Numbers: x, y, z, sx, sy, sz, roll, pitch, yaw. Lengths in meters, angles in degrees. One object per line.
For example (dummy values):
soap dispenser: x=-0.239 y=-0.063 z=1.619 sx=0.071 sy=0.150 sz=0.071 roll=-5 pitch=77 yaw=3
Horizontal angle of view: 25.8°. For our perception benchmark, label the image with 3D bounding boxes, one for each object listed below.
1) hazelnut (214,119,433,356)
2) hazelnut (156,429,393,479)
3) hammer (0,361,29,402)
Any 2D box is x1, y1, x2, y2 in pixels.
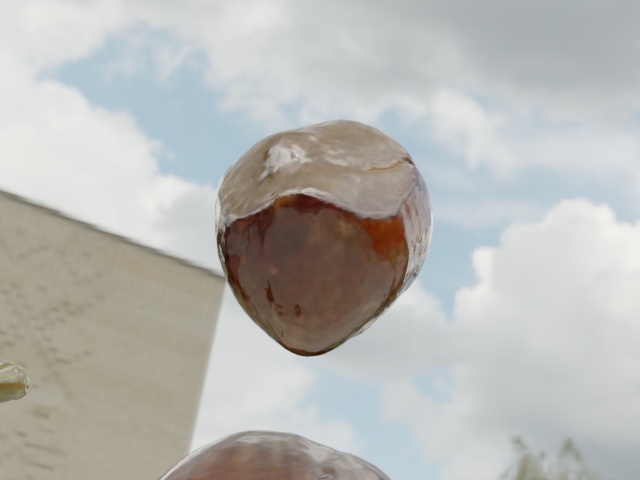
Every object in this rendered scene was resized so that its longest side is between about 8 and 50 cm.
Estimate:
hazelnut: x=0.000 y=0.000 z=0.875 sx=0.143 sy=0.154 sz=0.143 roll=6 pitch=-56 yaw=9
hazelnut: x=-0.062 y=0.351 z=1.355 sx=0.372 sy=0.372 sz=0.315 roll=1 pitch=-41 yaw=22
hammer: x=-0.520 y=0.215 z=1.786 sx=0.305 sy=0.202 sz=0.113 roll=-18 pitch=-6 yaw=-30
